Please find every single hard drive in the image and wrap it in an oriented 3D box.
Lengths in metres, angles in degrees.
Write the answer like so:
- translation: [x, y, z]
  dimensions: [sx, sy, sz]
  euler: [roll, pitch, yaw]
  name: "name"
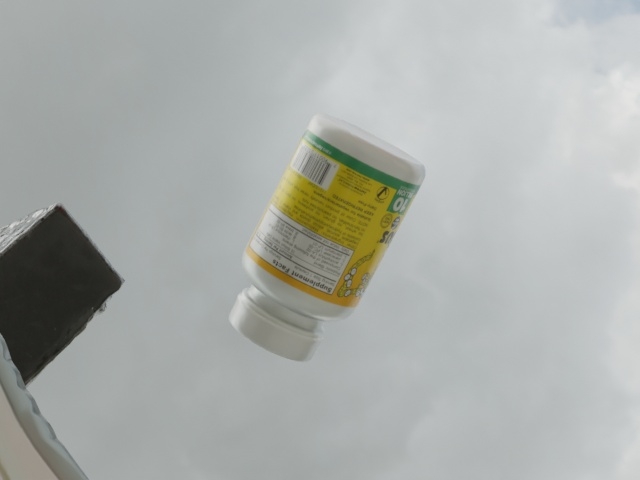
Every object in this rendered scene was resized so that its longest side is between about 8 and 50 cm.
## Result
- translation: [-0.272, 0.100, 0.646]
  dimensions: [0.237, 0.339, 0.064]
  euler: [-47, -71, -34]
  name: "hard drive"

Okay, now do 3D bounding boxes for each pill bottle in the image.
- translation: [0.000, 0.000, 1.065]
  dimensions: [0.117, 0.117, 0.208]
  euler: [24, -80, -21]
  name: "pill bottle"

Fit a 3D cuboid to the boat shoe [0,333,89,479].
- translation: [-0.147, 0.052, 0.312]
  dimensions: [0.103, 0.118, 0.320]
  euler: [-25, -102, -44]
  name: "boat shoe"
